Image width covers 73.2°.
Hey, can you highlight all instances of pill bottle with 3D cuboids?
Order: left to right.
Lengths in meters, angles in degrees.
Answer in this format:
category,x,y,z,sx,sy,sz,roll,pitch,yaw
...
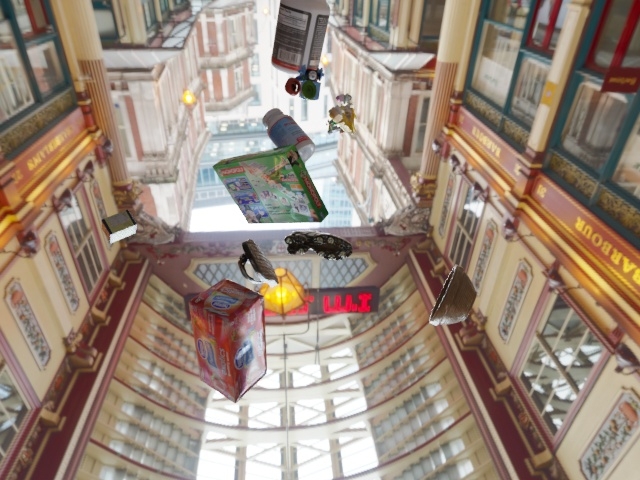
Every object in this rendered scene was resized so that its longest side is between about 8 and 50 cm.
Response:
category,x,y,z,sx,sy,sz,roll,pitch,yaw
pill bottle,-0.091,-0.288,1.187,0.087,0.087,0.160,-24,-113,-34
pill bottle,-0.076,-0.884,1.770,0.210,0.363,0.210,11,-148,-7

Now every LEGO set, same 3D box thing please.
category,x,y,z,sx,sy,sz,roll,pitch,yaw
LEGO set,0.056,-0.434,1.552,0.106,0.132,0.287,-11,-155,20

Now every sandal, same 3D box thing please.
category,x,y,z,sx,sy,sz,roll,pitch,yaw
sandal,-0.273,0.127,1.846,0.106,0.446,0.168,-23,-110,-2

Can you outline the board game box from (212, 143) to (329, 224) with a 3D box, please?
category,x,y,z,sx,sy,sz,roll,pitch,yaw
board game box,-0.145,-0.142,1.196,0.317,0.214,0.046,2,-141,44

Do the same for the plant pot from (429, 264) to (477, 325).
category,x,y,z,sx,sy,sz,roll,pitch,yaw
plant pot,0.494,0.215,1.568,0.109,0.238,0.237,24,-141,13

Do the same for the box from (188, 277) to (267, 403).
category,x,y,z,sx,sy,sz,roll,pitch,yaw
box,-0.215,0.239,1.031,0.128,0.257,0.122,20,-146,29

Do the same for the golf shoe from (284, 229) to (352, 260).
category,x,y,z,sx,sy,sz,roll,pitch,yaw
golf shoe,0.000,0.000,1.644,0.272,0.105,0.120,8,-151,20

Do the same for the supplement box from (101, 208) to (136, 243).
category,x,y,z,sx,sy,sz,roll,pitch,yaw
supplement box,-0.626,-0.043,1.339,0.083,0.083,0.056,-29,-95,-31

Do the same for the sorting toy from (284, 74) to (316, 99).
category,x,y,z,sx,sy,sz,roll,pitch,yaw
sorting toy,-0.061,-0.423,1.187,0.101,0.061,0.042,-1,-170,-42

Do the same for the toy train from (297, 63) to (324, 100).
category,x,y,z,sx,sy,sz,roll,pitch,yaw
toy train,-0.038,-0.511,1.403,0.079,0.105,0.184,7,-162,-10
